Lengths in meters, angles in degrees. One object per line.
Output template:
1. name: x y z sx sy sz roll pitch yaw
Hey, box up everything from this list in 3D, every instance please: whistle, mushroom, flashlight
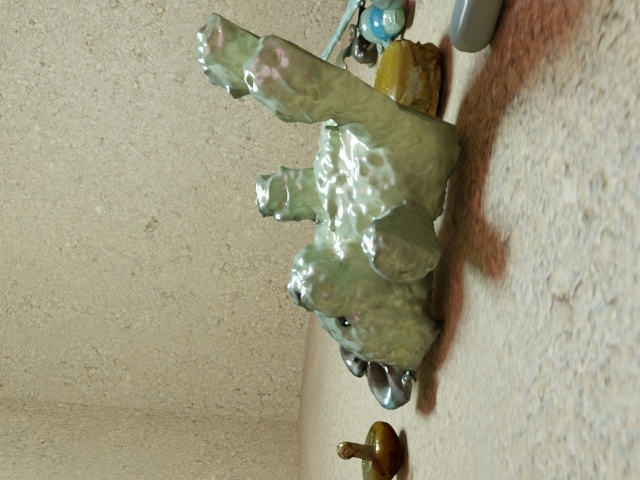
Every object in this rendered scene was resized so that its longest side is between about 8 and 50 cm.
1. whistle: 0.115 -0.399 1.332 0.236 0.077 0.114 -111 16 -75
2. mushroom: 0.070 0.286 0.967 0.129 0.072 0.088 24 -95 -59
3. flashlight: 0.161 -0.259 0.677 0.200 0.047 0.093 97 177 -55

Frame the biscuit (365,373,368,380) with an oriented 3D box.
1. biscuit: 0.096 0.125 1.138 0.274 0.036 0.187 101 173 -50

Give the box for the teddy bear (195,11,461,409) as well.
1. teddy bear: 0.000 0.000 0.814 0.327 0.375 0.362 37 107 50

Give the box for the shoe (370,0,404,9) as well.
1. shoe: 0.076 -0.482 1.131 0.103 0.100 0.251 20 127 52

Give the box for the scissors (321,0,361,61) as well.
1. scissors: 0.077 -0.493 1.458 0.383 0.029 0.256 124 162 -45

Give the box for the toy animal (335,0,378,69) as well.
1. toy animal: 0.088 -0.430 1.589 0.214 0.093 0.186 -84 5 -58

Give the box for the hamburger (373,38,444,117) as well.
1. hamburger: 0.116 -0.200 0.989 0.147 0.083 0.138 114 166 -68
